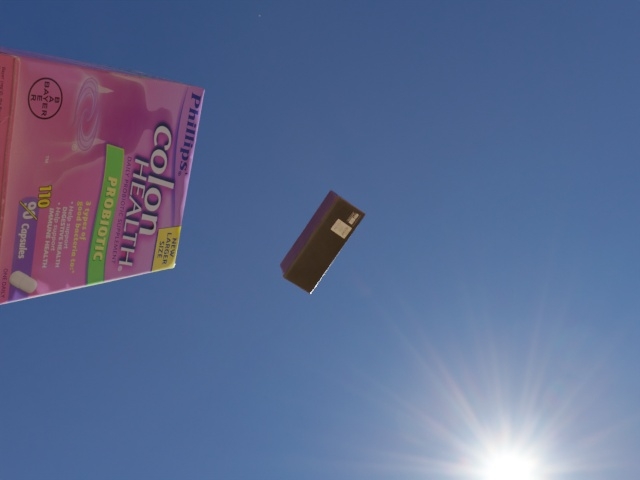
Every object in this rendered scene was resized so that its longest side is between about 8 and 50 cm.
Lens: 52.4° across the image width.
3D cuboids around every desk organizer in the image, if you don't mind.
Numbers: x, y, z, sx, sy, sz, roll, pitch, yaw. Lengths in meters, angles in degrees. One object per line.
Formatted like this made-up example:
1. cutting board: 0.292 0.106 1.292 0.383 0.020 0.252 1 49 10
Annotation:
1. desk organizer: 0.000 0.000 0.873 0.047 0.050 0.130 32 -82 -18

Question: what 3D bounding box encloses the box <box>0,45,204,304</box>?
1. box: -0.251 -0.071 0.655 0.117 0.243 0.214 18 -76 24
